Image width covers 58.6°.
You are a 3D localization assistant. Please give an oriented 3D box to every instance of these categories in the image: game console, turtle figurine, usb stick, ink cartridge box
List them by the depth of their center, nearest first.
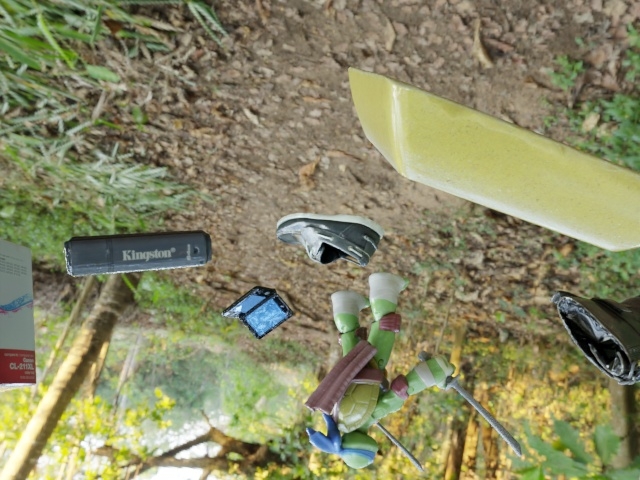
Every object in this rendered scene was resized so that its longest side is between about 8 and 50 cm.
[{"bbox_3d":[-0.418,0.095,0.681,0.128,0.175,0.072,-12,165,9],"label":"ink cartridge box"},{"bbox_3d":[0.108,0.201,0.846,0.275,0.266,0.197,2,151,-5],"label":"turtle figurine"},{"bbox_3d":[-0.355,0.023,1.127,0.278,0.077,0.045,-4,-179,-25],"label":"usb stick"},{"bbox_3d":[-0.146,0.169,1.317,0.122,0.071,0.107,-38,152,20],"label":"game console"}]

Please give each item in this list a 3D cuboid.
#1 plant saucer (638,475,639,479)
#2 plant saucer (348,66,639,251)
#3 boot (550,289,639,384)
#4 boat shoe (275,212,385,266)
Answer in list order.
[{"bbox_3d":[0.264,0.138,0.143,0.332,0.331,0.084,6,171,31],"label":"plant saucer"},{"bbox_3d":[0.188,-0.093,0.632,0.333,0.080,0.332,18,-164,-9],"label":"plant saucer"},{"bbox_3d":[0.448,0.163,0.752,0.229,0.091,0.263,1,-143,-38],"label":"boot"},{"bbox_3d":[0.000,0.000,0.984,0.233,0.079,0.084,5,160,44],"label":"boat shoe"}]
